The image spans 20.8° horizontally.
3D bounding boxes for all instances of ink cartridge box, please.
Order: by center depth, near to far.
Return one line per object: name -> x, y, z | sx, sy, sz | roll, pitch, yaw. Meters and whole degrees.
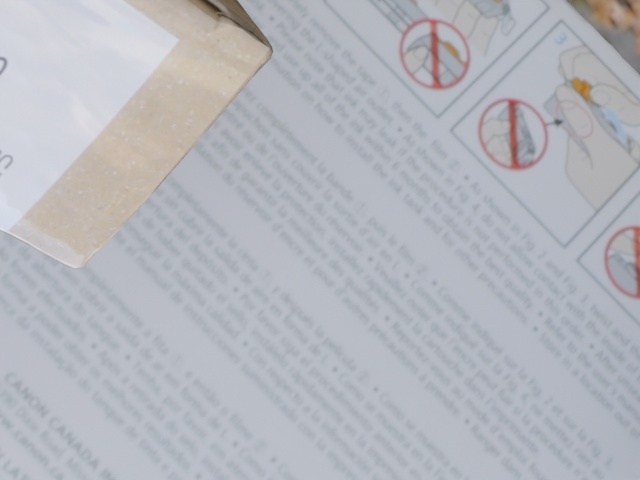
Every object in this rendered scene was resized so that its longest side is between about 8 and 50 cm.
ink cartridge box -> -0.148, -0.117, 0.455 | 0.234, 0.088, 0.193 | 33, -165, -38
ink cartridge box -> 0.000, 0.000, 0.694 | 0.308, 0.385, 0.091 | 46, 158, -1
